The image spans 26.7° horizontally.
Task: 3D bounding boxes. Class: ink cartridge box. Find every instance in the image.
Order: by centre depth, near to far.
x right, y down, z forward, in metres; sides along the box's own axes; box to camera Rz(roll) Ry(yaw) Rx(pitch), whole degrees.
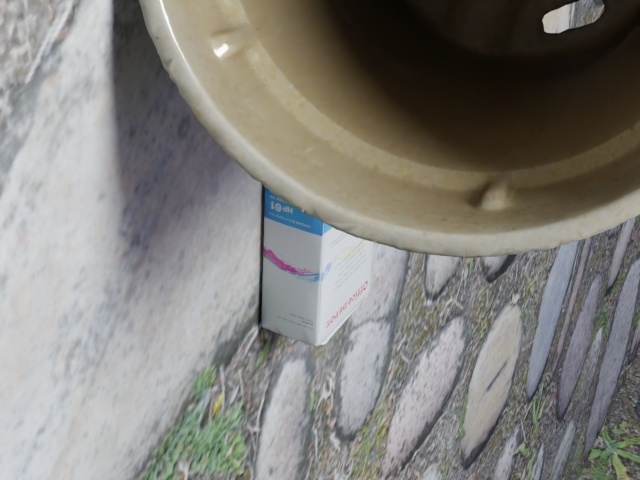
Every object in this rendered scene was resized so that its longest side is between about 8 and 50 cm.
[{"bbox_3d":[0.000,0.000,0.965,0.088,0.052,0.122,-43,142,-51],"label":"ink cartridge box"}]

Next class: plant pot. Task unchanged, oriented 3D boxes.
[{"bbox_3d":[0.100,-0.189,0.774,0.305,0.333,0.334,-46,147,-70],"label":"plant pot"}]
